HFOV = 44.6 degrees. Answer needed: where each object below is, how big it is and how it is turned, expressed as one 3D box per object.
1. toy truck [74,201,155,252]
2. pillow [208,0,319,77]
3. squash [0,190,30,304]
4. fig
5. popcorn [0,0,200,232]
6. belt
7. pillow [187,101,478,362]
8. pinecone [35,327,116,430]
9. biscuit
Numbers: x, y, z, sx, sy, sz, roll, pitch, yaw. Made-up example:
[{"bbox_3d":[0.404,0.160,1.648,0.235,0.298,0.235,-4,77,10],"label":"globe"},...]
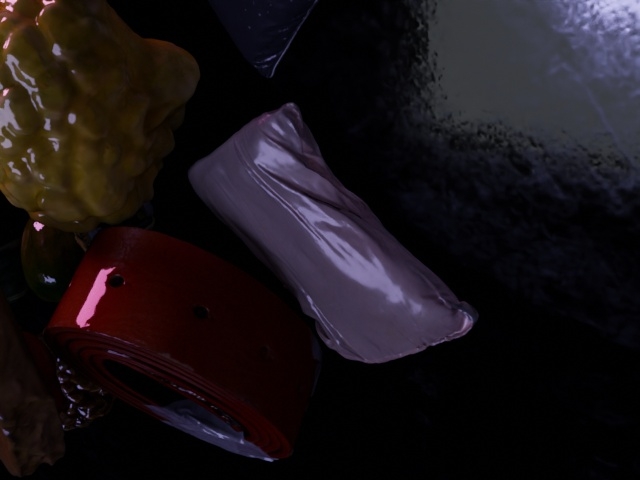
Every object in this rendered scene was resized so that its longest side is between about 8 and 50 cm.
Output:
[{"bbox_3d":[-0.283,-0.051,0.922,0.191,0.085,0.116,47,150,11],"label":"toy truck"},{"bbox_3d":[-0.032,-0.230,0.568,0.141,0.055,0.208,57,140,4],"label":"pillow"},{"bbox_3d":[-0.496,-0.021,1.082,0.252,0.165,0.252,24,133,27],"label":"squash"},{"bbox_3d":[-0.336,-0.004,1.000,0.117,0.117,0.178,-1,108,44],"label":"fig"},{"bbox_3d":[-0.208,-0.125,0.707,0.200,0.203,0.226,150,109,-74],"label":"popcorn"},{"bbox_3d":[-0.124,0.116,0.786,0.227,0.115,0.324,4,149,32],"label":"belt"},{"bbox_3d":[0.000,0.000,0.701,0.270,0.067,0.173,50,141,-2],"label":"pillow"},{"bbox_3d":[-0.370,0.202,1.145,0.173,0.173,0.174,25,133,29],"label":"pinecone"},{"bbox_3d":[-0.379,0.053,0.809,0.394,0.076,0.368,45,148,24],"label":"biscuit"}]
